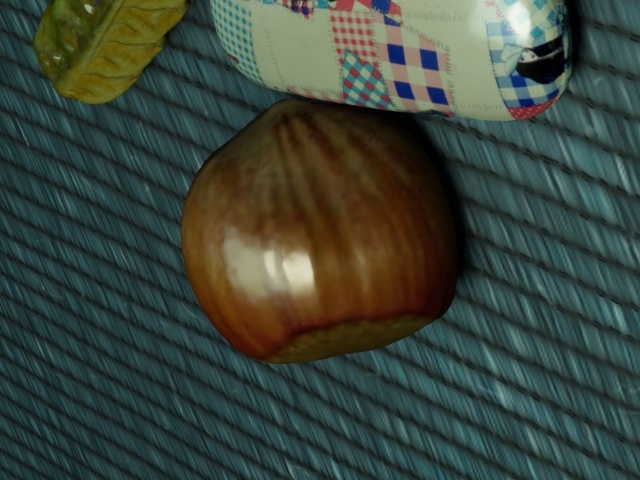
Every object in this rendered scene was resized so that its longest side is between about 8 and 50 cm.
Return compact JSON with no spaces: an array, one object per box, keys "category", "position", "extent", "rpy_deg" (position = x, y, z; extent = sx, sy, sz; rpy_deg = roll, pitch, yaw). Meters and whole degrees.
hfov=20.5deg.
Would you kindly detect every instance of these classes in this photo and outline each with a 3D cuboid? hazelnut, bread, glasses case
[{"category":"hazelnut","position":[0.000,-0.004,1.379],"extent":[0.210,0.210,0.186],"rpy_deg":[40,173,20]},{"category":"bread","position":[-0.165,-0.204,1.471],"extent":[0.269,0.098,0.087],"rpy_deg":[134,142,-51]},{"category":"glasses case","position":[0.042,-0.160,1.288],"extent":[0.327,0.076,0.125],"rpy_deg":[12,121,42]}]
